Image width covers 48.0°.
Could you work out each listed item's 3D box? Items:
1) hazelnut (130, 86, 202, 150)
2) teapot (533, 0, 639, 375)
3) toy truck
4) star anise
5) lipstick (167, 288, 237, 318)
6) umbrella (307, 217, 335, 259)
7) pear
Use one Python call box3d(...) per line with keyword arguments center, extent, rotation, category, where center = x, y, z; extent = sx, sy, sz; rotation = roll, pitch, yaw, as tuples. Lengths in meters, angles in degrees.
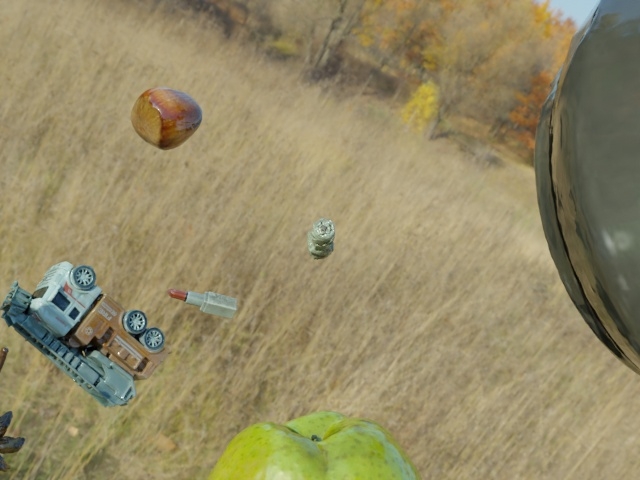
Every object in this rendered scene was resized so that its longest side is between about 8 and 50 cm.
box3d(center=(-0.346, -0.276, 1.627), extent=(0.150, 0.150, 0.150), rotation=(30, 14, -9), category="hazelnut")
box3d(center=(0.306, -0.093, 0.332), extent=(0.306, 0.362, 0.375), rotation=(-17, 87, -34), category="teapot")
box3d(center=(-0.493, 0.188, 1.496), extent=(0.338, 0.133, 0.184), rotation=(47, 52, -22), category="toy truck")
box3d(center=(-0.597, 0.311, 1.204), extent=(0.177, 0.233, 0.073), rotation=(-10, 2, -24), category="star anise")
box3d(center=(-0.219, 0.111, 1.320), extent=(0.129, 0.030, 0.030), rotation=(16, 39, -16), category="lipstick")
box3d(center=(0.000, 0.000, 1.472), extent=(0.067, 0.062, 0.143), rotation=(53, -16, 10), category="umbrella")
box3d(center=(-0.009, 0.426, 1.032), extent=(0.391, 0.391, 0.391), rotation=(30, 14, -9), category="pear")
